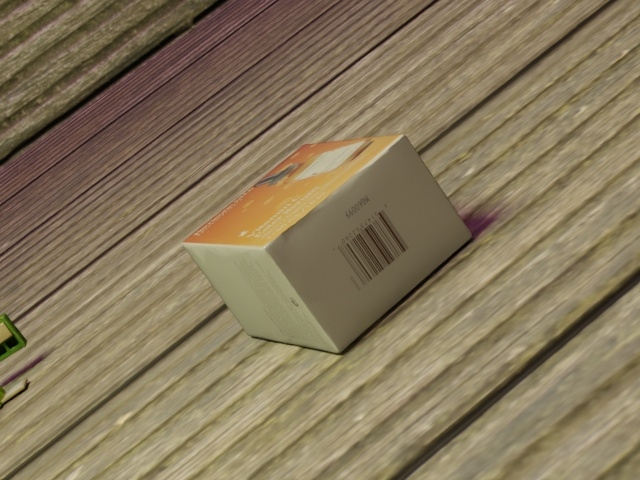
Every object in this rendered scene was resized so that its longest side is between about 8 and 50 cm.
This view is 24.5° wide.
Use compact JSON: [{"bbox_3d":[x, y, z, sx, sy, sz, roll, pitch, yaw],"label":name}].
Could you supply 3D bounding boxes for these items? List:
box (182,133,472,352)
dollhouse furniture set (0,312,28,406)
[{"bbox_3d":[0.000,0.000,1.044,0.130,0.091,0.170,-41,16,-19],"label":"box"},{"bbox_3d":[-0.312,0.123,1.370,0.059,0.076,0.151,-34,14,6],"label":"dollhouse furniture set"}]
